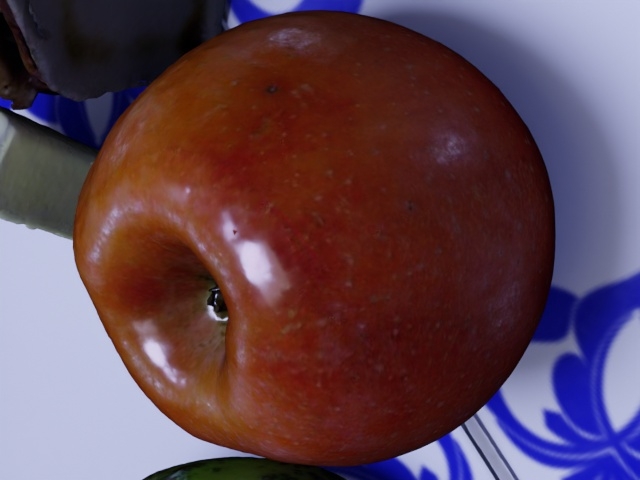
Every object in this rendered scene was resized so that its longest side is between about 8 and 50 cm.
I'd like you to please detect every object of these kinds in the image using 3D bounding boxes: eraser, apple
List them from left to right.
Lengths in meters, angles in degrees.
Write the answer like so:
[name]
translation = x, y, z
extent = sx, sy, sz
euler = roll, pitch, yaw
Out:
[eraser]
translation = -0.174, -0.042, 0.813
extent = 0.117, 0.172, 0.058
euler = 21, 89, 28
[apple]
translation = 0.000, 0.000, 0.691
extent = 0.218, 0.201, 0.218
euler = 22, 127, 33

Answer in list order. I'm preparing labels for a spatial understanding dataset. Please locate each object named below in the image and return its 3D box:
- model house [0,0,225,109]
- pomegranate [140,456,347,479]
[model house]
translation = -0.211, -0.220, 0.696
extent = 0.283, 0.317, 0.297
euler = 25, 110, 21
[pomegranate]
translation = -0.052, 0.258, 0.833
extent = 0.222, 0.204, 0.276
euler = 34, 126, 42
